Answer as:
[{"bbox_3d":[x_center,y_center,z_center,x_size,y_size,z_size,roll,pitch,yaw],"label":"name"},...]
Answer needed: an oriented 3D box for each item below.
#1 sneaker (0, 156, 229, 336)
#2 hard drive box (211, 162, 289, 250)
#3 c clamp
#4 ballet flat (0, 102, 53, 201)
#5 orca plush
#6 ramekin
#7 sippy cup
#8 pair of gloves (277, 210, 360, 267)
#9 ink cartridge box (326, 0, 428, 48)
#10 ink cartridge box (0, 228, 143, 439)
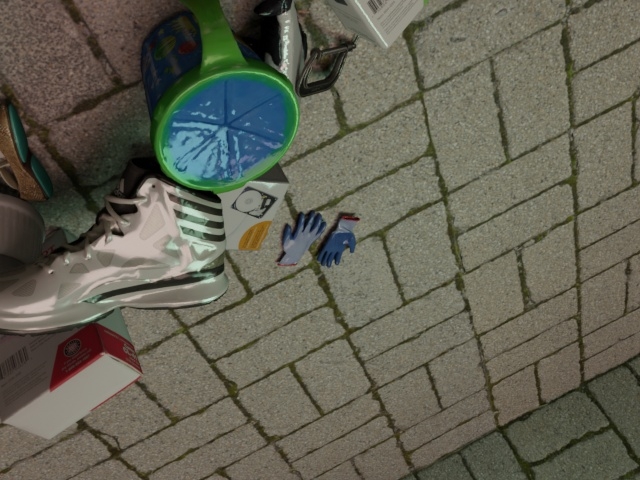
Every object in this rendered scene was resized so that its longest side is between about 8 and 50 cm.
[{"bbox_3d":[-0.366,-0.009,1.395,0.447,0.169,0.258,-9,115,-25],"label":"sneaker"},{"bbox_3d":[-0.203,-0.074,1.640,0.232,0.089,0.181,1,132,-32],"label":"hard drive box"},{"bbox_3d":[0.013,-0.316,1.507,0.160,0.022,0.137,-34,155,-48],"label":"c clamp"},{"bbox_3d":[-0.503,-0.135,1.410,0.067,0.073,0.206,-10,136,-1],"label":"ballet flat"},{"bbox_3d":[-0.091,-0.312,1.433,0.102,0.151,0.287,12,166,8],"label":"orca plush"},{"bbox_3d":[-0.574,0.020,1.466,0.207,0.109,0.207,-10,147,-7],"label":"ramekin"},{"bbox_3d":[-0.179,-0.237,1.366,0.240,0.224,0.305,13,126,-42],"label":"sippy cup"},{"bbox_3d":[0.000,0.000,1.899,0.198,0.023,0.159,0,135,-30],"label":"pair of gloves"},{"bbox_3d":[0.074,-0.464,1.322,0.198,0.115,0.273,-49,139,-2],"label":"ink cartridge box"},{"bbox_3d":[-0.479,0.167,1.562,0.226,0.306,0.131,-34,142,7],"label":"ink cartridge box"}]
